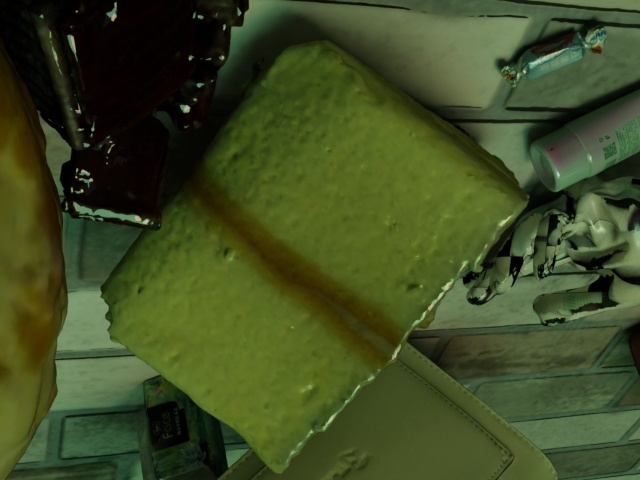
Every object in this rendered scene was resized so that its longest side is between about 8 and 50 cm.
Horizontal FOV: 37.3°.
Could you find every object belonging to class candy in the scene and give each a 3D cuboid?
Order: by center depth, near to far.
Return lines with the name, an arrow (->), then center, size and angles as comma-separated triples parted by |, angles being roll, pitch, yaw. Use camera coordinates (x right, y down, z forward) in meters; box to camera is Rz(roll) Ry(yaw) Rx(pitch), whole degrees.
candy -> 0.176, -0.137, 0.712 | 0.083, 0.020, 0.030 | -23, 140, 8

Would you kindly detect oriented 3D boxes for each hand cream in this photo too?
hand cream -> 0.260, -0.096, 0.784 | 0.174, 0.047, 0.076 | -26, 142, -4

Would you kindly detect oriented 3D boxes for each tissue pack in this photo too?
tissue pack -> -0.139, 0.196, 0.921 | 0.079, 0.111, 0.085 | -19, 141, 2

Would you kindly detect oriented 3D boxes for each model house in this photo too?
model house -> -0.100, -0.100, 0.536 | 0.141, 0.164, 0.203 | -8, 143, -5

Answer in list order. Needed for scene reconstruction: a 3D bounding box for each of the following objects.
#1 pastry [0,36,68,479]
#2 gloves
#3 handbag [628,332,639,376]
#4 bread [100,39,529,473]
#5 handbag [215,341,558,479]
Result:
pastry -> -0.291, -0.021, 0.404 | 0.389, 0.388, 0.312 | 14, 99, -34
gloves -> 0.229, 0.008, 0.853 | 0.212, 0.111, 0.127 | -5, 156, 32
handbag -> 0.458, 0.170, 1.101 | 0.135, 0.146, 0.225 | -26, 142, 19
bread -> 0.000, 0.000, 0.709 | 0.263, 0.198, 0.236 | -49, 173, 14
handbag -> 0.030, 0.285, 0.880 | 0.358, 0.237, 0.160 | -38, 150, -33
